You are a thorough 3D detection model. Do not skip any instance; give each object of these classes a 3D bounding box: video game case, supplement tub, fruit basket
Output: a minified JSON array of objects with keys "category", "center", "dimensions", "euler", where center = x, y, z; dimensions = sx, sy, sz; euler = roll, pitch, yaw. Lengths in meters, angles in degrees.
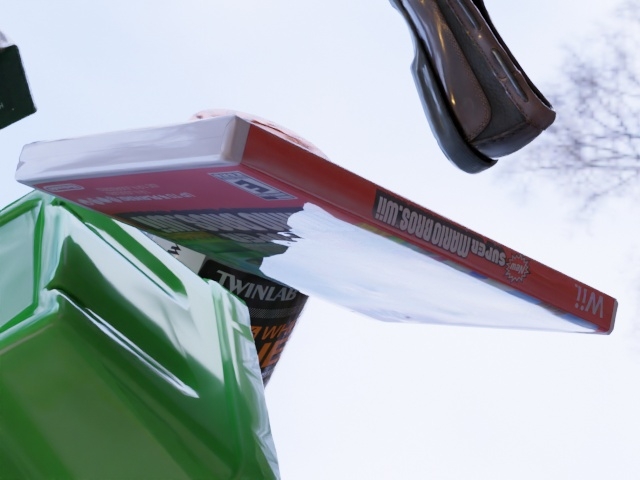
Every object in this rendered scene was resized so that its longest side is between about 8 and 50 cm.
[{"category":"video game case","center":[0.000,0.000,0.718],"dimensions":[0.285,0.204,0.025],"euler":[23,-105,-37]},{"category":"supplement tub","center":[-0.110,0.046,1.228],"dimensions":[0.194,0.193,0.316],"euler":[6,-59,-33]},{"category":"fruit basket","center":[-0.186,0.184,0.839],"dimensions":[0.392,0.283,0.392],"euler":[-4,-59,-8]}]

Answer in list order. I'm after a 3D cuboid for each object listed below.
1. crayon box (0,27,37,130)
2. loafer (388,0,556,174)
[{"category":"crayon box","center":[-0.406,-0.169,1.086],"dimensions":[0.202,0.318,0.081],"euler":[-31,-38,-21]},{"category":"loafer","center":[0.099,-0.184,0.946],"dimensions":[0.096,0.084,0.267],"euler":[-1,-111,-56]}]
